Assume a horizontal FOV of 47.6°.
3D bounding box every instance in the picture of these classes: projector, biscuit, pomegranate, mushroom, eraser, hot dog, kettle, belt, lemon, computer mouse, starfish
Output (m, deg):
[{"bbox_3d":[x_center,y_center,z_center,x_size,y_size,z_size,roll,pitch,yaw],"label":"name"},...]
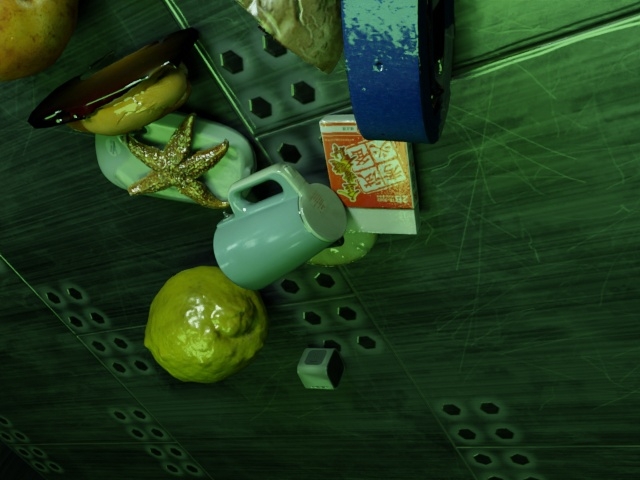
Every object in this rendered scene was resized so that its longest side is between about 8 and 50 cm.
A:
[{"bbox_3d":[0.002,0.313,1.775,0.082,0.083,0.083,-3,129,28],"label":"projector"},{"bbox_3d":[-0.001,0.001,1.506,0.290,0.038,0.141,-3,130,28],"label":"biscuit"},{"bbox_3d":[-0.548,-0.401,1.230,0.264,0.264,0.264,14,136,14],"label":"pomegranate"},{"bbox_3d":[-0.050,-0.393,1.101,0.286,0.156,0.151,40,108,-15],"label":"mushroom"},{"bbox_3d":[0.094,-0.118,1.321,0.157,0.038,0.230,3,122,23],"label":"eraser"},{"bbox_3d":[-0.351,-0.263,1.322,0.326,0.194,0.107,-9,133,26],"label":"hot dog"},{"bbox_3d":[-0.087,-0.036,1.377,0.243,0.160,0.210,-28,106,42],"label":"kettle"},{"bbox_3d":[0.114,-0.303,1.029,0.117,0.212,0.347,6,130,20],"label":"belt"},{"bbox_3d":[-0.267,0.192,1.666,0.316,0.285,0.285,22,146,47],"label":"lemon"},{"bbox_3d":[-0.288,-0.170,1.443,0.331,0.095,0.197,13,127,1],"label":"computer mouse"},{"bbox_3d":[-0.269,-0.138,1.386,0.240,0.043,0.227,38,122,-21],"label":"starfish"}]
